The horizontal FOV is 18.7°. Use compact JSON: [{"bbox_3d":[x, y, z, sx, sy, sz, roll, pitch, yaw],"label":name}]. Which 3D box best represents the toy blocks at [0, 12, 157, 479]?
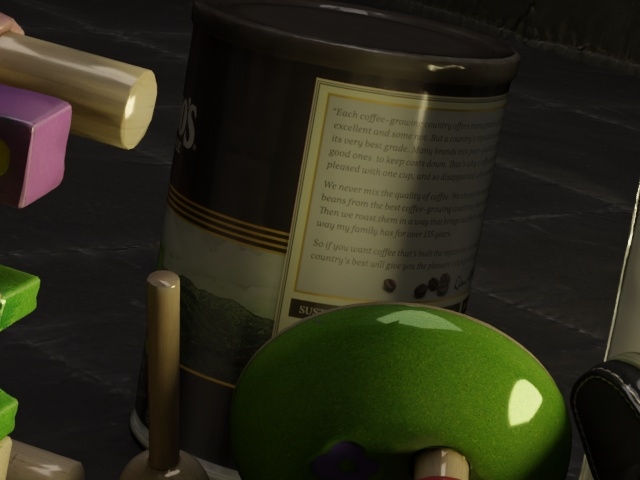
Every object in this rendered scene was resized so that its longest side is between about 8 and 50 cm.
[{"bbox_3d":[-0.266,0.024,0.912,0.260,0.289,0.309,17,18,13],"label":"toy blocks"}]

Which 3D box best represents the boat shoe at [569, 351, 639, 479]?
[{"bbox_3d":[0.177,0.154,0.971,0.073,0.080,0.224,-7,56,-30],"label":"boat shoe"}]

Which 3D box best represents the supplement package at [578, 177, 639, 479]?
[{"bbox_3d":[0.264,0.081,1.093,0.204,0.262,0.145,14,14,14],"label":"supplement package"}]

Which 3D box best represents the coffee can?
[{"bbox_3d":[0.000,0.000,1.208,0.201,0.275,0.201,9,13,-2],"label":"coffee can"}]

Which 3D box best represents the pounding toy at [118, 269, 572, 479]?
[{"bbox_3d":[0.011,0.129,0.998,0.236,0.183,0.110,10,39,-1],"label":"pounding toy"}]
